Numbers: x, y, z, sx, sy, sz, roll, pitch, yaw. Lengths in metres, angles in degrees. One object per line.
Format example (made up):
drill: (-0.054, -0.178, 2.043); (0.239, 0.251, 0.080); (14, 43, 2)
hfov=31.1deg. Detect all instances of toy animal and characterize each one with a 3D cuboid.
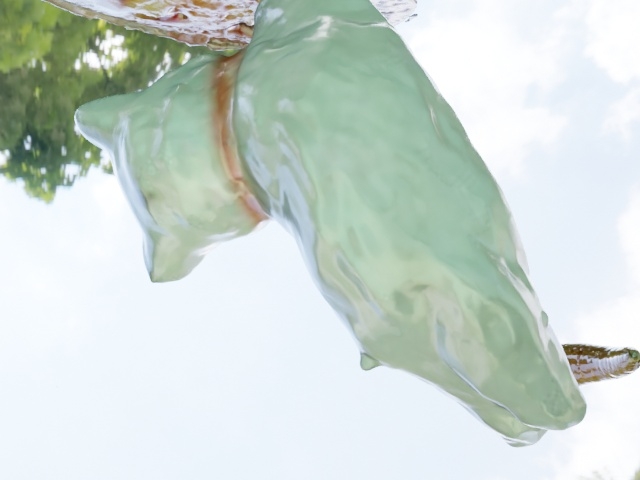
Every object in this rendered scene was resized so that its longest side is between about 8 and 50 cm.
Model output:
toy animal: (0.000, 0.000, 0.665); (0.188, 0.266, 0.308); (-23, -81, -19)

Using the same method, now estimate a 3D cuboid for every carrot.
carrot: (0.193, 0.087, 0.815); (0.035, 0.142, 0.035); (3, -100, -17)

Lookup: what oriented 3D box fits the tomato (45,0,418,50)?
tomato: (-0.085, -0.261, 0.923); (0.338, 0.338, 0.144); (4, -96, -12)
